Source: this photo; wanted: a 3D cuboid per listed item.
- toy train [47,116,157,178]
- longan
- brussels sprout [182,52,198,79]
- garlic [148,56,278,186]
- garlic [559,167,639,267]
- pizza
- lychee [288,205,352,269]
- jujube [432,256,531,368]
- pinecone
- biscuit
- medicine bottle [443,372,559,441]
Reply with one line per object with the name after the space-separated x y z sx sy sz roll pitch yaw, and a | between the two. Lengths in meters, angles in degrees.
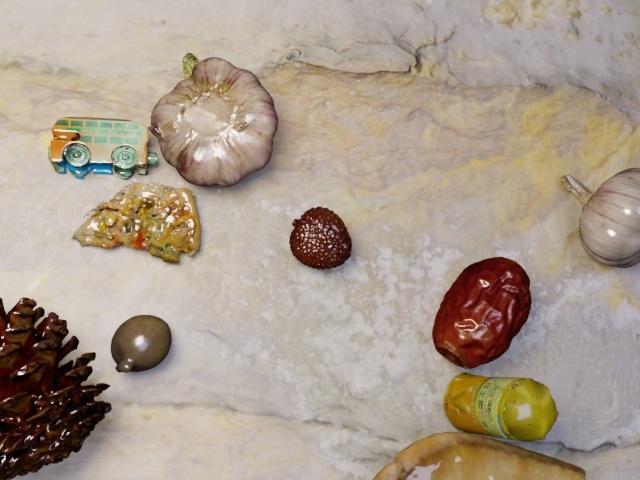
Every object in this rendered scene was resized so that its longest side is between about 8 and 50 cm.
-0.399 -0.169 1.015 0.188 0.072 0.099 -1 75 -18 | toy train
-0.316 0.185 0.958 0.106 0.106 0.119 36 39 -9 | longan
-0.239 -0.334 1.104 0.085 0.058 0.085 14 38 -11 | brussels sprout
-0.194 -0.216 1.049 0.245 0.160 0.244 0 86 2 | garlic
0.678 -0.078 1.303 0.245 0.245 0.253 -42 58 -20 | garlic
-0.328 -0.043 1.016 0.227 0.069 0.147 12 79 -16 | pizza
0.002 -0.002 1.087 0.129 0.123 0.123 18 76 -11 | lychee
0.334 0.144 1.141 0.174 0.174 0.250 46 70 -6 | jujube
-0.471 0.218 0.845 0.246 0.246 0.292 -30 72 -20 | pinecone
0.262 0.588 1.065 0.447 0.104 0.428 20 87 -13 | biscuit
0.347 0.325 1.078 0.124 0.239 0.124 4 76 -17 | medicine bottle
